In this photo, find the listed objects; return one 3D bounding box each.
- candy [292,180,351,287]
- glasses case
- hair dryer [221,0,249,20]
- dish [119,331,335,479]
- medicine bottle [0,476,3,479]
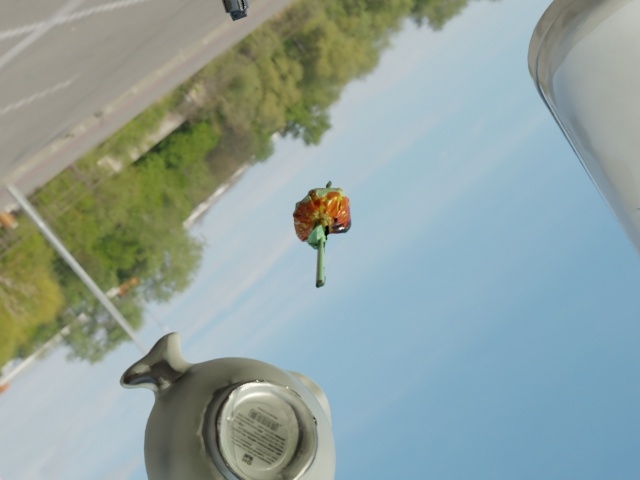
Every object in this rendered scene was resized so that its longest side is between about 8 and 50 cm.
[{"bbox_3d":[0.000,0.000,0.763,0.055,0.049,0.185,-50,-169,16],"label":"candy"},{"bbox_3d":[0.172,-0.034,0.438,0.092,0.233,0.059,-31,-139,13],"label":"glasses case"},{"bbox_3d":[-0.052,-0.156,0.500,0.026,0.083,0.047,-8,-157,28],"label":"hair dryer"},{"bbox_3d":[-0.073,0.183,0.915,0.224,0.246,0.078,-44,178,-36],"label":"dish"},{"bbox_3d":[-0.311,0.259,0.536,0.325,0.212,0.212,-30,-173,-19],"label":"medicine bottle"}]
